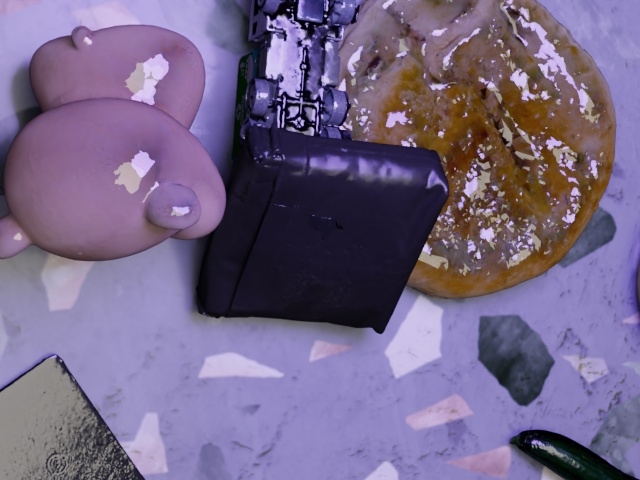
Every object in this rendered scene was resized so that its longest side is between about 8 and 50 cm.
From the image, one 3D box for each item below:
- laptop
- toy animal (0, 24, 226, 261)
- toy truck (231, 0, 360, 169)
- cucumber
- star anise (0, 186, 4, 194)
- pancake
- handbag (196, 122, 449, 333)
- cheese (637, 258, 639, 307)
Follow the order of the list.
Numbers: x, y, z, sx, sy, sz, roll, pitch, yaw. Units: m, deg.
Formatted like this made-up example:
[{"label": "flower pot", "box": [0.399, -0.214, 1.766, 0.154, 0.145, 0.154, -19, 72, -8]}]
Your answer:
[{"label": "laptop", "box": [-0.274, 0.230, 1.235, 0.135, 0.016, 0.197, -35, 105, -19]}, {"label": "toy animal", "box": [-0.194, -0.097, 1.148, 0.210, 0.229, 0.221, -8, 96, 21]}, {"label": "toy truck", "box": [-0.035, -0.156, 1.269, 0.114, 0.124, 0.253, 5, 87, -23]}, {"label": "cucumber", "box": [0.353, 0.297, 1.469, 0.284, 0.056, 0.056, 28, 80, -19]}, {"label": "star anise", "box": [-0.402, -0.053, 1.139, 0.231, 0.089, 0.209, 45, 83, -5]}, {"label": "pancake", "box": [0.172, -0.123, 1.374, 0.387, 0.082, 0.387, 0, 90, -18]}, {"label": "handbag", "box": [0.000, 0.000, 1.238, 0.223, 0.080, 0.247, 4, 132, -21]}, {"label": "cheese", "box": [0.499, 0.057, 1.498, 0.214, 0.117, 0.226, -17, 92, -17]}]
